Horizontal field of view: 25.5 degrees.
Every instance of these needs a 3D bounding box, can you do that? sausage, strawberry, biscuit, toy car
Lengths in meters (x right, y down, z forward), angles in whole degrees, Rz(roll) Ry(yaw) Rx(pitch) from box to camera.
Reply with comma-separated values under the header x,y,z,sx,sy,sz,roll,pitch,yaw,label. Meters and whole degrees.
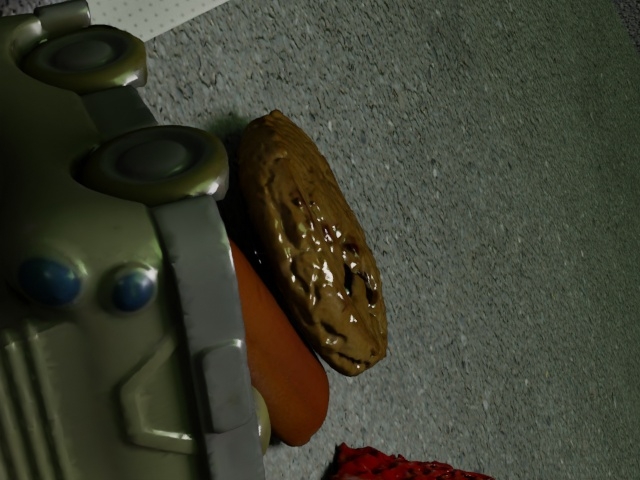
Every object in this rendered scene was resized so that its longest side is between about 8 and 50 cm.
x,y,z,sx,sy,sz,roll,pitch,yaw,label
-0.067,0.090,1.296,0.300,0.083,0.089,53,22,-41,sausage
0.115,0.299,1.462,0.234,0.178,0.234,51,28,-41,strawberry
0.002,0.000,1.419,0.296,0.075,0.296,-23,90,-78,biscuit
-0.178,0.023,0.886,0.336,0.226,0.242,-130,-153,-51,toy car

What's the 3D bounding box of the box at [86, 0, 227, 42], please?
x,y,z,sx,sy,sz,roll,pitch,yaw,label
-0.099,-0.267,1.127,0.095,0.210,0.330,63,1,-25,box
